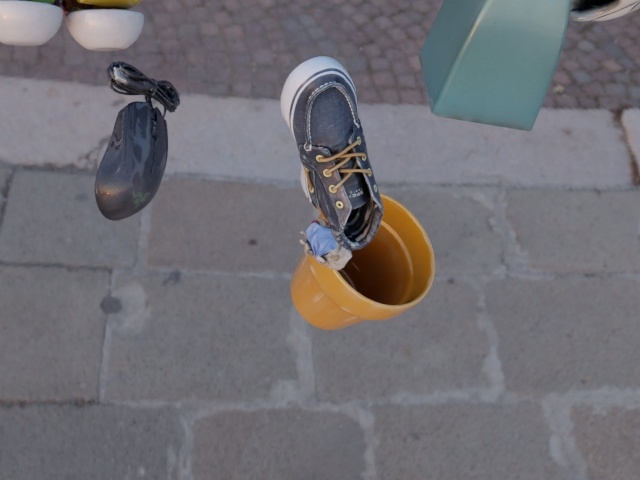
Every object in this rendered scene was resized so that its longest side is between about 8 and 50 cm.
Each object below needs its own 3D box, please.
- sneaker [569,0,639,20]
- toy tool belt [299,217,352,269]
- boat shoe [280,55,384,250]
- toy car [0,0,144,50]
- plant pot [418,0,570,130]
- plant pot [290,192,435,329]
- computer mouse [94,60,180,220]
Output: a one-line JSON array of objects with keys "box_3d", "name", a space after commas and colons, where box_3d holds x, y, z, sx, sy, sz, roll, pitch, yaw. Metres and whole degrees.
[{"box_3d": [0.490, -0.428, 1.319, 0.146, 0.330, 0.122, -28, 77, -35], "name": "sneaker"}, {"box_3d": [0.000, 0.000, 1.125, 0.051, 0.052, 0.083, 8, 38, -43], "name": "toy tool belt"}, {"box_3d": [0.018, -0.069, 0.756, 0.065, 0.183, 0.083, -26, 58, -9], "name": "boat shoe"}, {"box_3d": [-0.259, -0.265, 0.867, 0.182, 0.159, 0.136, -4, 8, -34], "name": "toy car"}, {"box_3d": [0.269, -0.315, 1.340, 0.165, 0.234, 0.165, 7, 45, -11], "name": "plant pot"}, {"box_3d": [0.048, 0.051, 1.439, 0.205, 0.188, 0.205, 15, 57, -24], "name": "plant pot"}, {"box_3d": [-0.318, -0.164, 1.570, 0.072, 0.188, 0.272, 12, 88, 29], "name": "computer mouse"}]
